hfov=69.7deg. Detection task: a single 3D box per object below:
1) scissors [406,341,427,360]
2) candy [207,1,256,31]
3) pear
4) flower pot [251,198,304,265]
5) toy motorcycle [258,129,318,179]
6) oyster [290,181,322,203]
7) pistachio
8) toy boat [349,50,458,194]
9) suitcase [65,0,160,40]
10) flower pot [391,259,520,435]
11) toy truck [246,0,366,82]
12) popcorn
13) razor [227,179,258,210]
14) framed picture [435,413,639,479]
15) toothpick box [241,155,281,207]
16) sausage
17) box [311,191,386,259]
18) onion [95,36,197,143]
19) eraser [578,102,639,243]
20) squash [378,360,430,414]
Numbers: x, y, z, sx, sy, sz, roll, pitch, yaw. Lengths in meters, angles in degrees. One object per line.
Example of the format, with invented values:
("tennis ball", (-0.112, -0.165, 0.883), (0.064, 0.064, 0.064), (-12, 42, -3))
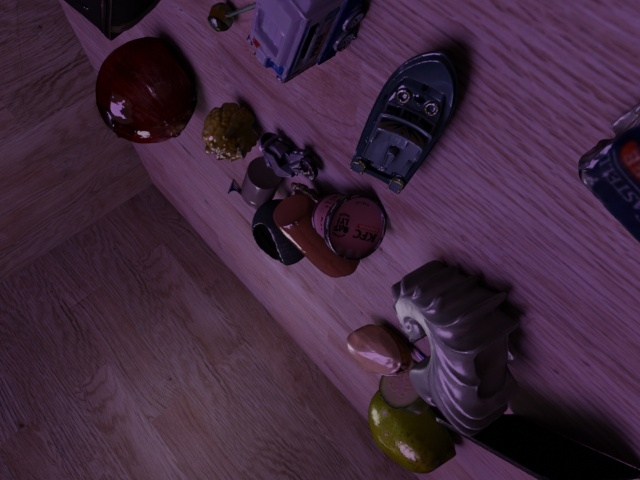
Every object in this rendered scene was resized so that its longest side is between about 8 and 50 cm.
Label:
("scissors", (0.312, 0.359, 1.430), (0.113, 0.012, 0.039), (44, 159, 21))
("candy", (-0.173, -0.482, 0.968), (0.202, 0.061, 0.061), (15, 141, 46))
("pear", (0.343, 0.729, 1.696), (0.343, 0.238, 0.318), (58, 168, -19))
("flower pot", (-0.119, -0.027, 1.472), (0.189, 0.157, 0.243), (31, 158, 29))
("toy motorcycle", (-0.088, -0.223, 1.196), (0.215, 0.080, 0.123), (20, 146, 47))
("oyster", (-0.011, -0.100, 1.259), (0.177, 0.056, 0.105), (33, 165, -5))
("pistachio", (0.189, 0.358, 1.494), (0.229, 0.157, 0.157), (17, 142, 44))
("toy boat", (0.130, -0.178, 0.718), (0.114, 0.122, 0.296), (24, 156, 0))
("suitcase", (-0.384, -0.592, 0.901), (0.194, 0.283, 0.433), (39, 165, -22))
("flower pot", (0.287, 0.237, 0.983), (0.254, 0.164, 0.368), (28, 137, 56))
("toy truck", (-0.011, -0.359, 0.654), (0.124, 0.155, 0.268), (51, 160, 0))
("popcorn", (-0.254, -0.303, 1.312), (0.142, 0.174, 0.174), (7, 135, 41))
("razor", (-0.291, -0.167, 1.820), (0.190, 0.033, 0.066), (39, 116, 24))
("framed picture", (0.453, 0.439, 0.989), (0.338, 0.255, 0.014), (-179, 96, -66))
("toothpick box", (-0.187, -0.178, 1.439), (0.111, 0.111, 0.180), (51, 160, 1))
("sausage", (0.001, 0.000, 1.244), (0.121, 0.121, 0.304), (29, 167, 47))
("box", (0.059, -0.044, 1.090), (0.151, 0.151, 0.135), (61, 168, -26))
("onion", (-0.571, -0.469, 1.506), (0.341, 0.341, 0.341), (43, 159, 21))
("eraser", (0.413, 0.000, 0.433), (0.332, 0.101, 0.155), (50, 161, 6))
("squash", (0.293, 0.492, 1.515), (0.123, 0.170, 0.170), (44, 166, -30))
